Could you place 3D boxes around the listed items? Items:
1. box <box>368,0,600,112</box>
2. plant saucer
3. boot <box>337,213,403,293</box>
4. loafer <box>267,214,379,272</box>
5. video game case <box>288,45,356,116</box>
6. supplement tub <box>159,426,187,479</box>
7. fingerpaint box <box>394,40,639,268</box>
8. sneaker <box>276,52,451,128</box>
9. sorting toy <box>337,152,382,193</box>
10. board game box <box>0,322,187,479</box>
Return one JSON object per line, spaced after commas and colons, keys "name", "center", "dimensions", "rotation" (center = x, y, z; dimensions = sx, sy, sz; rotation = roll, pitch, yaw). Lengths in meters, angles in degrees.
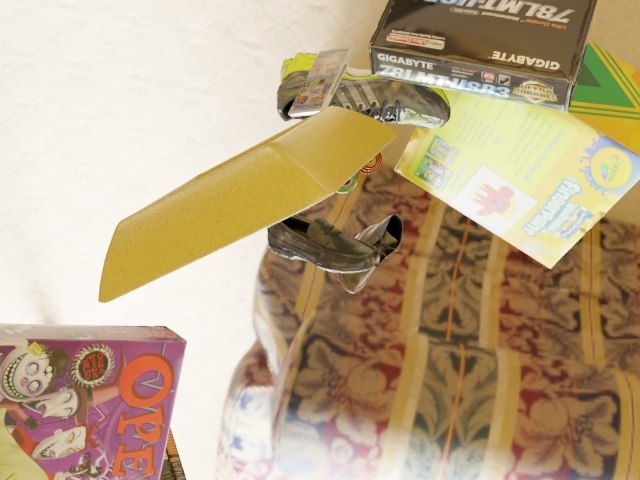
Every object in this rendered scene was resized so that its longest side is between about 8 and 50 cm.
{"name": "box", "center": [0.253, -0.339, 1.434], "dimensions": [0.295, 0.293, 0.073], "rotation": [14, 146, 17]}
{"name": "plant saucer", "center": [-0.095, -0.065, 1.215], "dimensions": [0.332, 0.333, 0.081], "rotation": [-25, 98, 24]}
{"name": "boot", "center": [0.106, 0.020, 2.040], "dimensions": [0.082, 0.219, 0.106], "rotation": [42, 125, -11]}
{"name": "loafer", "center": [0.000, 0.000, 1.656], "dimensions": [0.223, 0.076, 0.078], "rotation": [15, 120, 33]}
{"name": "video game case", "center": [0.002, -0.249, 1.526], "dimensions": [0.011, 0.122, 0.087], "rotation": [36, 161, -33]}
{"name": "supplement tub", "center": [-0.307, 0.389, 1.714], "dimensions": [0.117, 0.117, 0.190], "rotation": [-30, 72, 29]}
{"name": "fingerpaint box", "center": [0.373, -0.185, 1.748], "dimensions": [0.371, 0.163, 0.445], "rotation": [33, 155, 6]}
{"name": "sneaker", "center": [0.064, -0.217, 1.596], "dimensions": [0.299, 0.121, 0.111], "rotation": [10, 144, 14]}
{"name": "sorting toy", "center": [0.056, -0.122, 1.625], "dimensions": [0.102, 0.042, 0.061], "rotation": [-41, 100, 1]}
{"name": "board game box", "center": [-0.238, 0.237, 0.791], "dimensions": [0.056, 0.208, 0.347], "rotation": [20, 102, 45]}
